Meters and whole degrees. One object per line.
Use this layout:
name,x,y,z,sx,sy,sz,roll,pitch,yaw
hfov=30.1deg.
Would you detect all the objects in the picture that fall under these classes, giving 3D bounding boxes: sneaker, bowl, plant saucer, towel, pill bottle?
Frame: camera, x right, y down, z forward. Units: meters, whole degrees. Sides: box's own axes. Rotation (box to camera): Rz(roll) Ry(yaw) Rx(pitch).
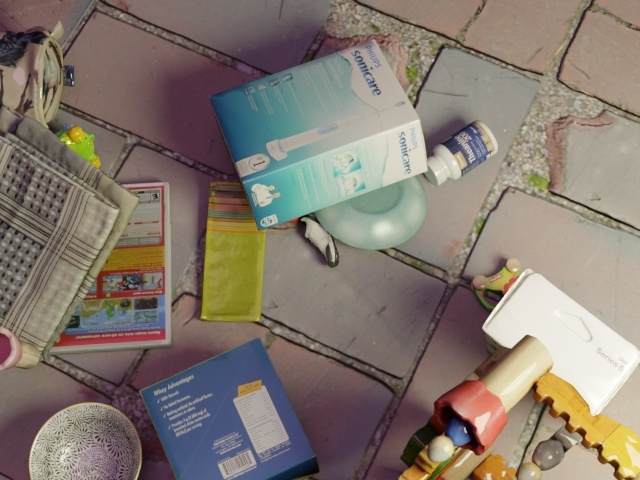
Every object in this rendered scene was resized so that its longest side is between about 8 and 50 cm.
sneaker,0.000,0.000,1.950,0.044,0.040,0.109,-21,62,1
bowl,-0.347,0.338,1.801,0.170,0.080,0.170,-1,67,2
plant saucer,0.082,-0.077,1.955,0.195,0.037,0.195,3,59,-4
towel,-0.481,-0.019,1.895,0.312,0.056,0.324,33,96,19
towel,-0.141,0.016,1.943,0.102,0.021,0.237,0,72,8
pill bottle,0.229,-0.143,1.979,0.120,0.067,0.067,-33,71,-11

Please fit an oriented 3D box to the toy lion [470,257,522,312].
toy lion,0.304,0.084,1.908,0.100,0.034,0.096,-26,77,-8

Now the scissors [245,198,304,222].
scissors,-0.028,-0.160,2.020,0.109,0.021,0.297,22,72,12

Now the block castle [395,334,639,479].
block castle,0.252,0.346,1.580,0.213,0.453,0.303,-39,73,-21

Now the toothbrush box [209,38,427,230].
toothbrush box,-0.004,-0.174,1.925,0.295,0.126,0.216,-21,50,-4

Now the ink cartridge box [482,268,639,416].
ink cartridge box,0.347,0.164,1.734,0.198,0.273,0.115,38,87,16

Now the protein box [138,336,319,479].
protein box,-0.134,0.288,1.783,0.200,0.136,0.201,-24,69,-7

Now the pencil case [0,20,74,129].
pencil case,-0.635,-0.300,2.024,0.410,0.160,0.183,9,73,6

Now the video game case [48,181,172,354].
video game case,-0.346,0.043,1.949,0.204,0.025,0.285,-3,68,1

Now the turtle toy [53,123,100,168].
turtle toy,-0.438,-0.144,1.999,0.130,0.095,0.066,-34,49,-12

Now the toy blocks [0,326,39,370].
toy blocks,-0.640,0.182,1.753,0.309,0.260,0.288,34,86,14
